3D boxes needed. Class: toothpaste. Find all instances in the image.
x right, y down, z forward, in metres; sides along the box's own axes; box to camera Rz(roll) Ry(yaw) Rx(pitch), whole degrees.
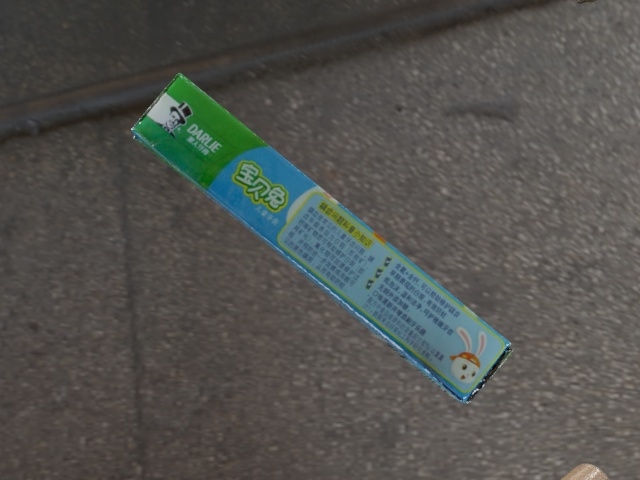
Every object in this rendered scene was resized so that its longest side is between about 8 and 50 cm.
[{"bbox_3d":[0.000,0.000,0.853,0.267,0.065,0.050,39,90,-6],"label":"toothpaste"}]

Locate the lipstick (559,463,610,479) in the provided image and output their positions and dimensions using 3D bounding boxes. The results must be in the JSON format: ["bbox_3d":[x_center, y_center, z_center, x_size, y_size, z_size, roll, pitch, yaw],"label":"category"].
[{"bbox_3d":[0.061,0.104,0.447,0.019,0.094,0.019,32,138,35],"label":"lipstick"}]

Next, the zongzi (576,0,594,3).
[{"bbox_3d":[0.372,-0.206,0.564,0.432,0.403,0.207,-53,36,41],"label":"zongzi"}]
